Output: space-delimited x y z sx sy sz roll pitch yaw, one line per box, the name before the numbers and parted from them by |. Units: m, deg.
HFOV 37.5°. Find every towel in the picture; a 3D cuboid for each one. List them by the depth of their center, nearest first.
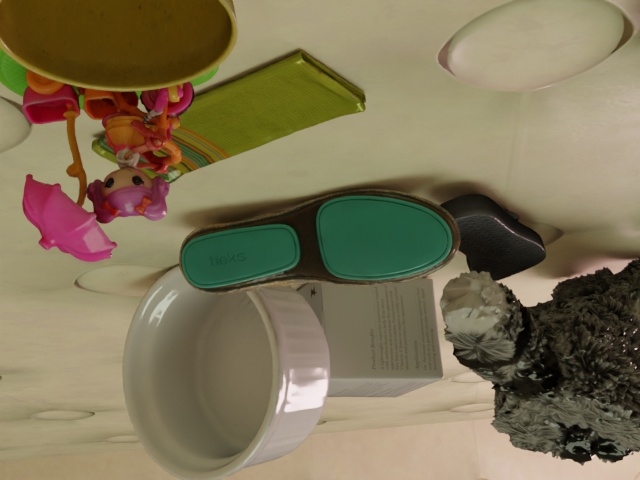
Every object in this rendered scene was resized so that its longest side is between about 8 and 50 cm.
towel | -0.084 -0.100 0.829 0.237 0.021 0.102 -16 158 31

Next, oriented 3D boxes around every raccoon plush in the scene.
raccoon plush | 0.327 0.080 1.213 0.216 0.299 0.446 -2 143 27

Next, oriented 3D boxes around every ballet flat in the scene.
ballet flat | 0.000 0.000 1.056 0.316 0.108 0.106 -3 -178 12

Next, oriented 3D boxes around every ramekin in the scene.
ramekin | -0.119 0.168 1.237 0.277 0.277 0.135 -18 164 35

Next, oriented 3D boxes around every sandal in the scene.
sandal | 0.203 -0.010 1.120 0.097 0.054 0.254 -22 153 17

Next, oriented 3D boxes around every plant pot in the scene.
plant pot | -0.117 -0.158 0.537 0.134 0.095 0.134 -4 161 -2

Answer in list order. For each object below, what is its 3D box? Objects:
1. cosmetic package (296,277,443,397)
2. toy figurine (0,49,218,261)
cosmetic package | 0.058 0.142 1.367 0.183 0.151 0.151 4 160 -21
toy figurine | -0.159 -0.063 0.708 0.173 0.159 0.130 -3 161 -5
